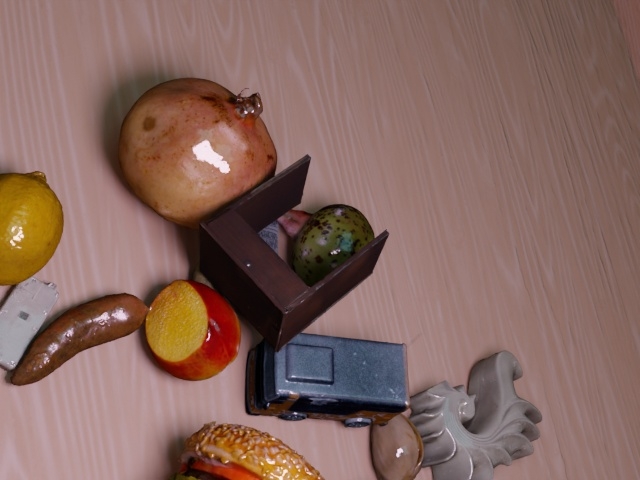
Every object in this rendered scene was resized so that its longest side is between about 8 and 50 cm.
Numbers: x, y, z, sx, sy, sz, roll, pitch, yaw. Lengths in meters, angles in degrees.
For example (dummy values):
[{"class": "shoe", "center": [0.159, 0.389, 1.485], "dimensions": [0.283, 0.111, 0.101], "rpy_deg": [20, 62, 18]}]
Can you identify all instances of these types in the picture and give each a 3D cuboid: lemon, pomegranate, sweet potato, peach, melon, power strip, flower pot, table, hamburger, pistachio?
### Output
[{"class": "lemon", "center": [-0.569, -0.020, 1.555], "dimensions": [0.188, 0.188, 0.256], "rpy_deg": [34, 59, -20]}, {"class": "pomegranate", "center": [-0.239, -0.190, 1.769], "dimensions": [0.338, 0.338, 0.338], "rpy_deg": [14, 64, -30]}, {"class": "sweet potato", "center": [-0.460, 0.177, 1.616], "dimensions": [0.292, 0.097, 0.097], "rpy_deg": [-28, 89, -33]}, {"class": "pomegranate", "center": [0.000, 0.000, 1.951], "dimensions": [0.248, 0.214, 0.214], "rpy_deg": [31, 51, 12]}, {"class": "peach", "center": [-0.254, 0.176, 1.695], "dimensions": [0.192, 0.190, 0.190], "rpy_deg": [55, 49, -24]}, {"class": "melon", "center": [-0.218, 0.070, 1.820], "dimensions": [0.098, 0.098, 0.131], "rpy_deg": [53, 53, -6]}, {"class": "power strip", "center": [-0.562, 0.150, 1.587], "dimensions": [0.081, 0.035, 0.192], "rpy_deg": [35, 55, -18]}, {"class": "flower pot", "center": [0.381, 0.434, 2.049], "dimensions": [0.368, 0.164, 0.254], "rpy_deg": [-17, 76, -37]}, {"class": "table", "center": [-0.057, 0.020, 1.703], "dimensions": [0.282, 0.196, 0.250], "rpy_deg": [-36, 70, -24]}, {"class": "hamburger", "center": [-0.138, 0.495, 1.559], "dimensions": [0.330, 0.330, 0.250], "rpy_deg": [43, 51, -13]}, {"class": "pistachio", "center": [0.168, 0.467, 1.922], "dimensions": [0.125, 0.124, 0.184], "rpy_deg": [12, 48, -31]}]

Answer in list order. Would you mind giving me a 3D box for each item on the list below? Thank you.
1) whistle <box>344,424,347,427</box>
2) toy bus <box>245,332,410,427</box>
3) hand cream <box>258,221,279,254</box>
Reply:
[{"class": "whistle", "center": [0.091, 0.342, 1.963], "dimensions": [0.039, 0.039, 0.186], "rpy_deg": [34, 55, -19]}, {"class": "toy bus", "center": [0.018, 0.294, 1.811], "dimensions": [0.324, 0.194, 0.161], "rpy_deg": [9, 63, -19]}, {"class": "hand cream", "center": [-0.143, 0.037, 1.919], "dimensions": [0.124, 0.078, 0.340], "rpy_deg": [16, 55, -30]}]
